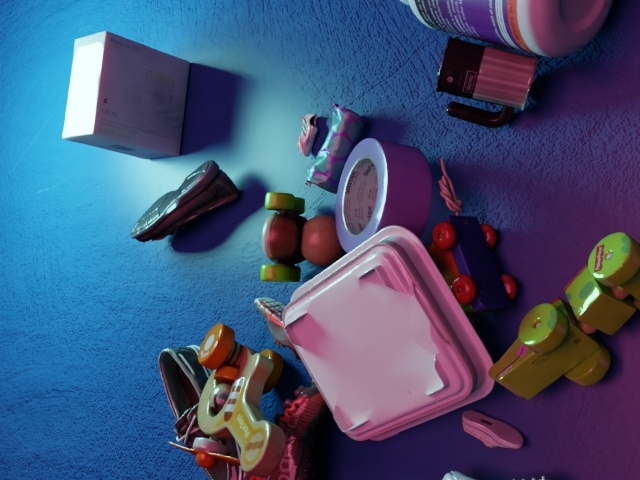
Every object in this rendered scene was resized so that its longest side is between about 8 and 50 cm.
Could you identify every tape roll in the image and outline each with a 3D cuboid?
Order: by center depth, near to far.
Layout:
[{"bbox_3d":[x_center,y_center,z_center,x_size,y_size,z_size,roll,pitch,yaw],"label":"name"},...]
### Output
[{"bbox_3d":[0.097,-0.065,1.220,0.189,0.080,0.189,-171,90,-69],"label":"tape roll"}]

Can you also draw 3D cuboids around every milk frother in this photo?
[{"bbox_3d":[0.254,-0.260,1.157,0.134,0.129,0.143,16,61,9],"label":"milk frother"}]

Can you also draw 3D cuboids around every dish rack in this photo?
[{"bbox_3d":[0.077,0.162,1.162,0.333,0.072,0.286,-37,79,44],"label":"dish rack"}]

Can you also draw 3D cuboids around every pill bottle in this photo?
[{"bbox_3d":[0.250,-0.384,1.106,0.323,0.181,0.182,32,104,46],"label":"pill bottle"}]

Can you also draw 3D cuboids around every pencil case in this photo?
[{"bbox_3d":[0.026,-0.162,1.359,0.070,0.064,0.152,30,103,24],"label":"pencil case"}]

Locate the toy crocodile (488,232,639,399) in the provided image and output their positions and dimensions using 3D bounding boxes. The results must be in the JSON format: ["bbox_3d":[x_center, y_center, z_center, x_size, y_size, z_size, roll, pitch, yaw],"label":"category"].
[{"bbox_3d":[0.357,0.084,0.991,0.340,0.115,0.105,-51,20,25],"label":"toy crocodile"}]

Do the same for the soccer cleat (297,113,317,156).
[{"bbox_3d":[-0.021,-0.200,1.433,0.035,0.029,0.083,-7,74,45],"label":"soccer cleat"}]

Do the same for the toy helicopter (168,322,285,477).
[{"bbox_3d":[-0.145,0.304,1.277,0.235,0.140,0.355,-58,23,-1],"label":"toy helicopter"}]

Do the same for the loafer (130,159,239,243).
[{"bbox_3d":[-0.292,-0.058,1.613,0.302,0.095,0.109,-32,29,37],"label":"loafer"}]

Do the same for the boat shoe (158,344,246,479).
[{"bbox_3d":[-0.235,0.353,1.470,0.121,0.119,0.335,-49,54,25],"label":"boat shoe"}]

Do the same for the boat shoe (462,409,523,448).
[{"bbox_3d":[0.250,0.284,1.108,0.100,0.035,0.035,18,122,39],"label":"boat shoe"}]

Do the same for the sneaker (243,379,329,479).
[{"bbox_3d":[-0.034,0.377,1.304,0.135,0.097,0.276,30,98,31],"label":"sneaker"}]

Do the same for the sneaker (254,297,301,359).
[{"bbox_3d":[-0.077,0.163,1.403,0.158,0.061,0.065,39,115,39],"label":"sneaker"}]

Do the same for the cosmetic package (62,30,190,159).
[{"bbox_3d":[-0.426,-0.315,1.684,0.138,0.224,0.225,0,83,42],"label":"cosmetic package"}]

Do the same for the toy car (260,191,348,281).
[{"bbox_3d":[0.000,0.000,1.342,0.188,0.149,0.155,3,88,13],"label":"toy car"}]

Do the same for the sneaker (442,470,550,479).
[{"bbox_3d":[0.287,0.364,1.033,0.258,0.094,0.091,19,77,38],"label":"sneaker"}]

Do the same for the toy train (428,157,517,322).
[{"bbox_3d":[0.189,0.016,1.170,0.143,0.105,0.248,-44,53,45],"label":"toy train"}]
